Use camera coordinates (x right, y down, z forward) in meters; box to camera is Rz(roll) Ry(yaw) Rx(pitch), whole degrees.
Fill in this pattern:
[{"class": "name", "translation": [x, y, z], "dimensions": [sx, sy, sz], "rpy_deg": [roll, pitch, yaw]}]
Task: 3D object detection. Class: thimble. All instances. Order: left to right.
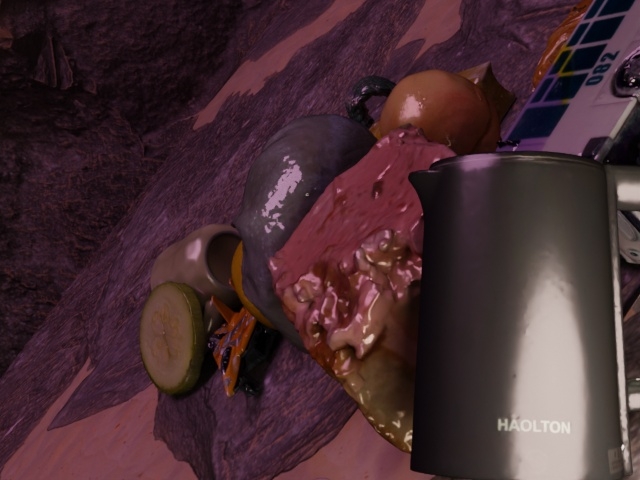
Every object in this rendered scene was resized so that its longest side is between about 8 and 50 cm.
[{"class": "thimble", "translation": [0.121, -0.258, 2.297], "dimensions": [0.118, 0.135, 0.090], "rpy_deg": [-46, 19, 1]}]

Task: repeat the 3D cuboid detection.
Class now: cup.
[{"class": "cup", "translation": [-0.247, 0.095, 2.331], "dimensions": [0.202, 0.173, 0.255], "rpy_deg": [-25, 28, 52]}]

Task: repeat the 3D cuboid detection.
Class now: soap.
[{"class": "soap", "translation": [0.192, -0.196, 2.092], "dimensions": [0.199, 0.091, 0.315], "rpy_deg": [-56, 21, -22]}]

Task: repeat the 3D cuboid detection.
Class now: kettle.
[{"class": "kettle", "translation": [0.218, 0.074, 1.125], "dimensions": [0.262, 0.203, 0.308], "rpy_deg": [-2, 83, 30]}]

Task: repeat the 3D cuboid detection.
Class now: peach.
[{"class": "peach", "translation": [0.179, -0.161, 1.733], "dimensions": [0.184, 0.184, 0.184], "rpy_deg": [-41, 19, 18]}]

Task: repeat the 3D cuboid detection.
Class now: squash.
[{"class": "squash", "translation": [-0.286, 0.187, 2.243], "dimensions": [0.219, 0.041, 0.219], "rpy_deg": [-5, 84, 57]}]

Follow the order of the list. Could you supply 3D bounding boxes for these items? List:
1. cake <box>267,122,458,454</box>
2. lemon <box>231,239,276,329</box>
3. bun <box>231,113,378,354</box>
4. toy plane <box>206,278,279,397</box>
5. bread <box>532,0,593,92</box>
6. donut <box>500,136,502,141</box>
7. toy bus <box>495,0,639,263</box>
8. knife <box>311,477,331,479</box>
[{"class": "cake", "translation": [0.128, 0.055, 1.414], "dimensions": [0.307, 0.293, 0.314], "rpy_deg": [-48, 25, 6]}, {"class": "lemon", "translation": [-0.055, 0.057, 1.975], "dimensions": [0.187, 0.187, 0.244], "rpy_deg": [-40, 53, 21]}, {"class": "bun", "translation": [0.000, 0.000, 1.706], "dimensions": [0.211, 0.362, 0.362], "rpy_deg": [-8, 35, 20]}, {"class": "toy plane", "translation": [-0.133, 0.189, 2.026], "dimensions": [0.204, 0.103, 0.316], "rpy_deg": [-43, 26, 19]}, {"class": "bread", "translation": [0.415, -0.280, 1.708], "dimensions": [0.198, 0.120, 0.236], "rpy_deg": [-25, 26, 45]}, {"class": "donut", "translation": [0.230, -0.091, 1.837], "dimensions": [0.178, 0.065, 0.162], "rpy_deg": [-35, 28, 30]}, {"class": "toy bus", "translation": [0.407, -0.188, 1.377], "dimensions": [0.440, 0.209, 0.249], "rpy_deg": [-56, 26, -18]}, {"class": "knife", "translation": [0.042, 0.374, 1.372], "dimensions": [0.081, 0.043, 0.336], "rpy_deg": [-41, 25, -2]}]
